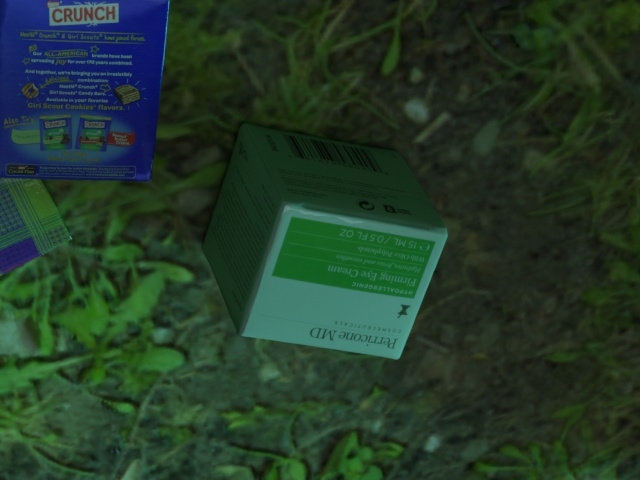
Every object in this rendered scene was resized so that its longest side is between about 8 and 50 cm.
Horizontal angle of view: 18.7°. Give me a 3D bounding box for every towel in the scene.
[{"bbox_3d":[-0.188,-0.007,1.084,0.083,0.009,0.060,-24,121,-2],"label":"towel"}]

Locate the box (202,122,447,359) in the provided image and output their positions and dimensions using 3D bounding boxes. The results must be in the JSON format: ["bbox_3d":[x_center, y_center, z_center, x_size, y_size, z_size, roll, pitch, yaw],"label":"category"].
[{"bbox_3d":[0.000,0.000,1.086,0.101,0.102,0.087,9,117,-21],"label":"box"}]

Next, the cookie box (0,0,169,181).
[{"bbox_3d":[-0.131,-0.088,1.037,0.091,0.040,0.107,1,118,-16],"label":"cookie box"}]
